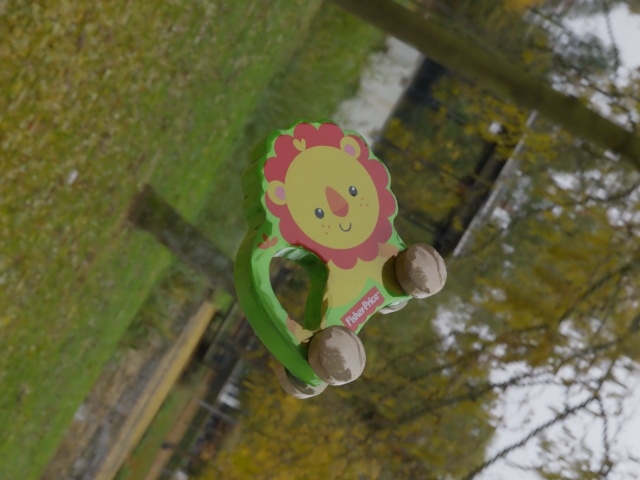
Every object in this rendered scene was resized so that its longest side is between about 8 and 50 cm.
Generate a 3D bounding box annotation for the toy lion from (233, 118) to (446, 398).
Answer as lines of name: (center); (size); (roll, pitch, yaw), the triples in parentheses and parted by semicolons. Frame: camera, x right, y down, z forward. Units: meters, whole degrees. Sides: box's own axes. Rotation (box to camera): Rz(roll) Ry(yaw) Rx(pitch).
toy lion: (0.000, 0.000, 0.467); (0.100, 0.096, 0.034); (-42, -172, -39)
